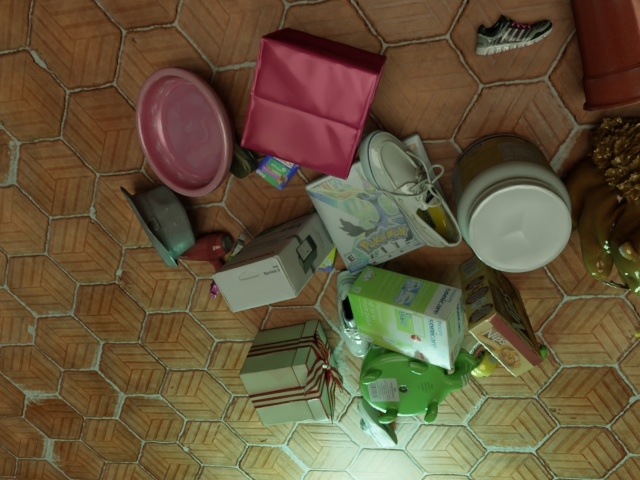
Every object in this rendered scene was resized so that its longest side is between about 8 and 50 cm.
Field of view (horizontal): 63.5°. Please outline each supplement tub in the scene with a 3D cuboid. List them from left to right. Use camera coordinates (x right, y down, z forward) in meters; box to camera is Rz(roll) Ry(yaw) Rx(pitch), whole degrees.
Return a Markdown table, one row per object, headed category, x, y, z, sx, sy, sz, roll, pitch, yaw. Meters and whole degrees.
| category | x | y | z | sx | sy | sz | roll | pitch | yaw |
| --- | --- | --- | --- | --- | --- | --- | --- | --- | --- |
| supplement tub | 0.438 | -0.095 | 1.211 | 0.241 | 0.331 | 0.240 | 5 | 118 | 9 |

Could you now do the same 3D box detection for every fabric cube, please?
| category | x | y | z | sx | sy | sz | roll | pitch | yaw |
| --- | --- | --- | --- | --- | --- | --- | --- | --- | --- |
| fabric cube | -0.010 | -0.329 | 1.221 | 0.258 | 0.254 | 0.259 | 17 | 119 | 1 |

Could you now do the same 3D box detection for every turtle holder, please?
| category | x | y | z | sx | sy | sz | roll | pitch | yaw |
| --- | --- | --- | --- | --- | --- | --- | --- | --- | --- |
| turtle holder | 0.275 | 0.377 | 1.548 | 0.320 | 0.227 | 0.243 | -36 | 105 | 24 |

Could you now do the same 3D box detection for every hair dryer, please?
| category | x | y | z | sx | sy | sz | roll | pitch | yaw |
| --- | --- | --- | --- | --- | --- | --- | --- | --- | --- |
| hair dryer | -0.317 | 0.078 | 1.591 | 0.294 | 0.080 | 0.223 | 24 | 120 | -2 |

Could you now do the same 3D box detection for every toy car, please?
| category | x | y | z | sx | sy | sz | roll | pitch | yaw |
| --- | --- | --- | --- | --- | --- | --- | --- | --- | --- |
| toy car | 0.572 | 0.339 | 1.569 | 0.225 | 0.053 | 0.238 | 6 | 118 | 8 |

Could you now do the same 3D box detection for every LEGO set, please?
| category | x | y | z | sx | sy | sz | roll | pitch | yaw |
| --- | --- | --- | --- | --- | --- | --- | --- | --- | --- |
| LEGO set | -0.245 | 0.098 | 1.512 | 0.087 | 0.093 | 0.227 | 23 | 122 | -18 |

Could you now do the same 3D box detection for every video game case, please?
| category | x | y | z | sx | sy | sz | roll | pitch | yaw |
| --- | --- | --- | --- | --- | --- | --- | --- | --- | --- |
| video game case | 0.169 | -0.090 | 1.410 | 0.329 | 0.036 | 0.299 | -23 | 111 | 13 |

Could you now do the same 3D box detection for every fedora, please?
| category | x | y | z | sx | sy | sz | roll | pitch | yaw |
| --- | --- | --- | --- | --- | --- | --- | --- | --- | --- |
| fedora | -0.447 | -0.063 | 1.493 | 0.124 | 0.243 | 0.275 | -30 | 80 | -10 |

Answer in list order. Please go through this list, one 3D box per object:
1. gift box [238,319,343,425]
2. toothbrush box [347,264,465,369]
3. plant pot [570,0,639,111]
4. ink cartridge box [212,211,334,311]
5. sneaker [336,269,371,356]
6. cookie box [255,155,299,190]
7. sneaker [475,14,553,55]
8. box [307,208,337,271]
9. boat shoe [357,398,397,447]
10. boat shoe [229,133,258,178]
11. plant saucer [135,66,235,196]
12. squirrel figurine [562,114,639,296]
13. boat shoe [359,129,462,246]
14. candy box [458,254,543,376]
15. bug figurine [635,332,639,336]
| category | x | y | z | sx | sy | sz | roll | pitch | yaw |
| --- | --- | --- | --- | --- | --- | --- | --- | --- | --- |
| gift box | -0.076 | 0.434 | 1.626 | 0.258 | 0.276 | 0.255 | -14 | 119 | 16 |
| toothbrush box | 0.237 | 0.206 | 1.416 | 0.283 | 0.122 | 0.206 | 13 | 137 | 30 |
| plant pot | 0.643 | -0.440 | 1.049 | 0.273 | 0.272 | 0.265 | -19 | 104 | 20 |
| ink cartridge box | -0.118 | 0.054 | 1.379 | 0.211 | 0.289 | 0.121 | -17 | 107 | 28 |
| sneaker | 0.093 | 0.241 | 1.569 | 0.111 | 0.129 | 0.297 | -7 | 116 | 13 |
| cookie box | -0.112 | -0.207 | 1.425 | 0.092 | 0.040 | 0.107 | 36 | 117 | -8 |
| sneaker | 0.432 | -0.475 | 1.168 | 0.171 | 0.063 | 0.074 | -9 | 121 | 21 |
| box | 0.000 | 0.000 | 1.511 | 0.105 | 0.043 | 0.179 | 11 | 117 | 5 |
| boat shoe | 0.179 | 0.642 | 1.788 | 0.081 | 0.079 | 0.227 | -30 | 111 | 19 |
| boat shoe | -0.258 | -0.264 | 1.408 | 0.223 | 0.073 | 0.080 | 48 | 132 | 7 |
| plant saucer | -0.344 | -0.283 | 1.356 | 0.332 | 0.084 | 0.332 | 14 | 117 | 30 |
| squirrel figurine | 0.698 | -0.077 | 1.148 | 0.281 | 0.370 | 0.396 | 6 | 118 | 8 |
| boat shoe | 0.240 | -0.115 | 1.259 | 0.136 | 0.156 | 0.367 | -44 | 116 | -16 |
| candy box | 0.463 | 0.181 | 1.359 | 0.183 | 0.316 | 0.087 | 43 | 116 | -12 |
| bug figurine | 0.968 | 0.172 | 1.396 | 0.216 | 0.072 | 0.278 | -12 | 114 | 16 |
